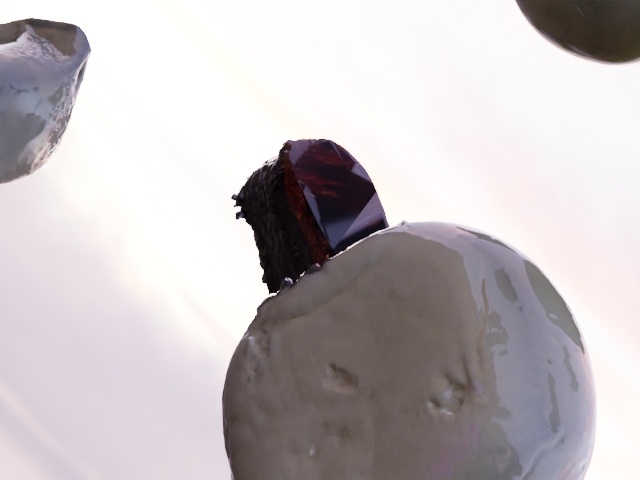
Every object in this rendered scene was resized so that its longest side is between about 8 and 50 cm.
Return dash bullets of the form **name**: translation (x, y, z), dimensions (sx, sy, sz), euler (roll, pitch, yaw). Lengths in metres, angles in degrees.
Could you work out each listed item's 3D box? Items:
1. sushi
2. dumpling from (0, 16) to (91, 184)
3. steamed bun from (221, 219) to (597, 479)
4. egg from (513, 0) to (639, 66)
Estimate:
- **sushi**: translation (0.000, 0.000, 1.915), dimensions (0.126, 0.136, 0.225), euler (-43, -117, 44)
- **dumpling**: translation (-0.333, -0.139, 1.663), dimensions (0.166, 0.215, 0.126), euler (32, 8, 27)
- **steamed bun**: translation (0.093, 0.167, 1.491), dimensions (0.233, 0.334, 0.312), euler (27, 47, -48)
- **egg**: translation (0.318, -0.321, 1.904), dimensions (0.269, 0.219, 0.219), euler (51, -6, 32)
